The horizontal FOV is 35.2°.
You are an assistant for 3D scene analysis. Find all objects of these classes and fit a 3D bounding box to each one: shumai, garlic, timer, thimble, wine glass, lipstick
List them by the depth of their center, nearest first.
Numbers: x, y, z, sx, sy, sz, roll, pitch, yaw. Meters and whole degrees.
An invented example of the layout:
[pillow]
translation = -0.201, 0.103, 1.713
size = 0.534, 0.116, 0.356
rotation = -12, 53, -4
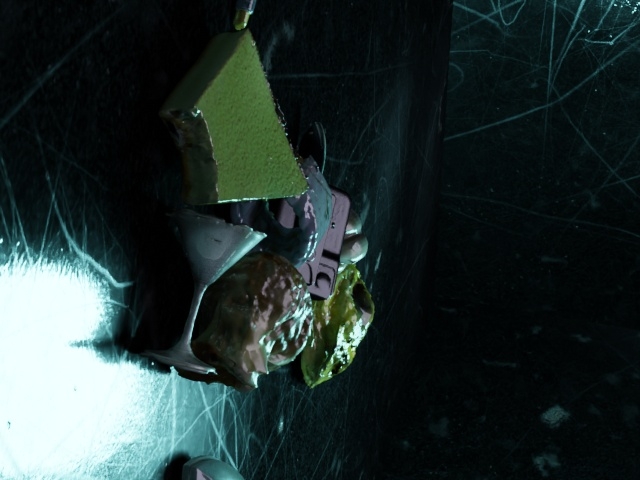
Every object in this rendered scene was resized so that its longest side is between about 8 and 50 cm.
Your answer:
[wine glass]
translation = -0.142, 0.062, 1.189
size = 0.122, 0.122, 0.182
rotation = 32, 72, -76
[lipstick]
translation = -0.090, -0.329, 1.305
size = 0.037, 0.037, 0.116
rotation = 31, 73, -76
[shumai]
translation = -0.099, 0.124, 1.310
size = 0.153, 0.161, 0.209
rotation = -69, 180, -53
[thimble]
translation = -0.055, -0.040, 1.444
size = 0.118, 0.127, 0.151
rotation = -63, 147, -60
[timer]
translation = -0.022, -0.009, 1.612
size = 0.144, 0.055, 0.187
rotation = 21, 73, -32
[garlic]
translation = 0.000, 0.000, 1.770
size = 0.131, 0.127, 0.194
rotation = 58, 32, 7

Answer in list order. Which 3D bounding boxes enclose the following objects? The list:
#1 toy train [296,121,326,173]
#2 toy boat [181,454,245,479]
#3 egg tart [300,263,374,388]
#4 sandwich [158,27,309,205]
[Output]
[toy train]
translation = -0.029, -0.077, 1.692
size = 0.048, 0.055, 0.251
rotation = 74, 28, -73
[toy boat]
translation = -0.147, 0.412, 1.467
size = 0.319, 0.092, 0.141
rotation = 76, 26, -44
[egg tart]
translation = 0.038, 0.164, 2.019
size = 0.297, 0.132, 0.297
rotation = 15, 90, -80
[sandwich]
translation = -0.107, -0.100, 1.226
size = 0.245, 0.063, 0.212
rotation = 68, 32, -33
